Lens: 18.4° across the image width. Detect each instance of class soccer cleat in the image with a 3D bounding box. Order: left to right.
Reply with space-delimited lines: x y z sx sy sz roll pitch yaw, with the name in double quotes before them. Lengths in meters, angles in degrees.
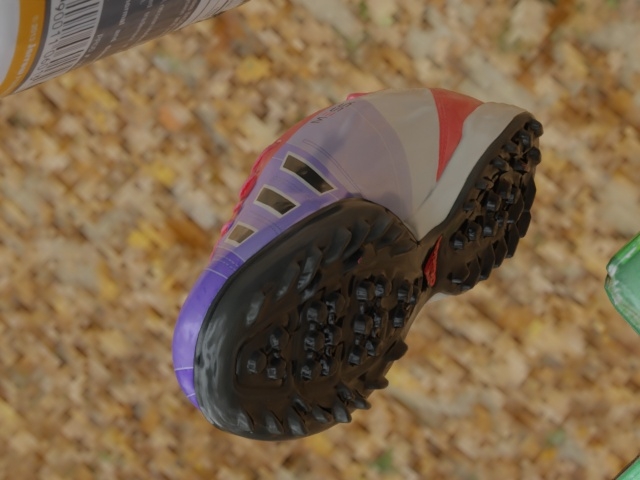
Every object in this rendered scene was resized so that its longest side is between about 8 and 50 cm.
"soccer cleat" 0.000 0.000 0.938 0.116 0.318 0.109 17 117 22

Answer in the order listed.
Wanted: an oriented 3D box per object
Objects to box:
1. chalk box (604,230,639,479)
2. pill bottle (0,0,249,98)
"chalk box" 0.146 0.016 0.409 0.132 0.213 0.132 47 -172 10
"pill bottle" -0.106 -0.174 0.962 0.162 0.278 0.162 24 127 36
